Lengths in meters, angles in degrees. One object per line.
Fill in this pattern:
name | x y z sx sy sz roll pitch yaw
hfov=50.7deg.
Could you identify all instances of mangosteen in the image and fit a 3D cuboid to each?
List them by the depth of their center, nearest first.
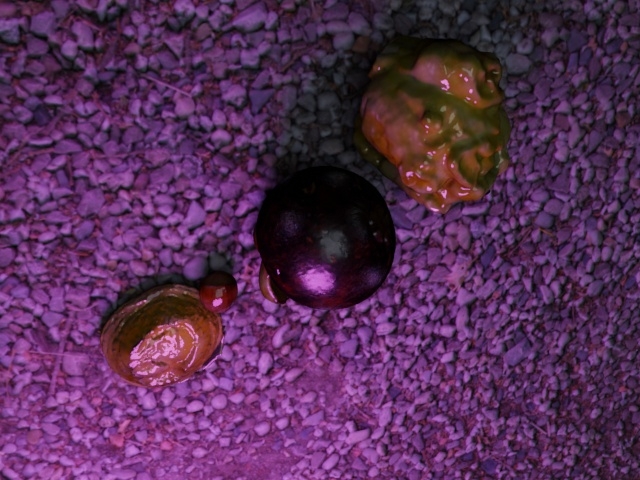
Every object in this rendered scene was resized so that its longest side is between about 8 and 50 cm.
mangosteen | 0.000 0.000 1.267 0.287 0.288 0.288 -5 109 -15

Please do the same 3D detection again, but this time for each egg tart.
egg tart | -0.305 0.201 1.327 0.252 0.098 0.232 -1 111 -20

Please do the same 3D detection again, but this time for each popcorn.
popcorn | 0.214 -0.214 1.233 0.311 0.312 0.313 -5 109 -15

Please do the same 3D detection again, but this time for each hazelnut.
hazelnut | -0.197 0.102 1.324 0.086 0.086 0.086 -5 109 -15

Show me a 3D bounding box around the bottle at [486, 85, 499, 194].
bottle | 0.325 -0.216 1.385 0.082 0.072 0.245 -21 118 -49
